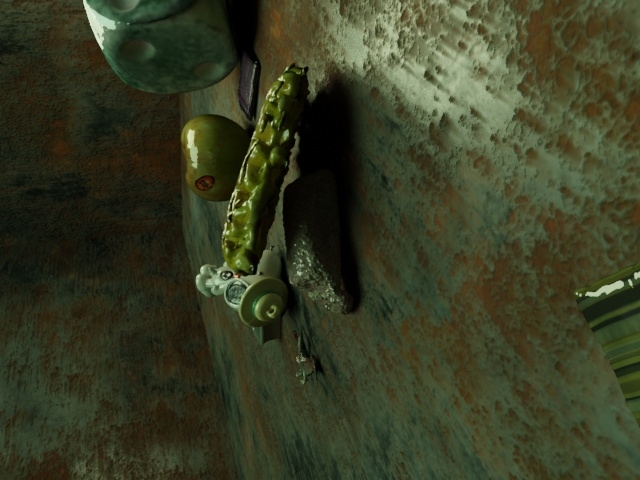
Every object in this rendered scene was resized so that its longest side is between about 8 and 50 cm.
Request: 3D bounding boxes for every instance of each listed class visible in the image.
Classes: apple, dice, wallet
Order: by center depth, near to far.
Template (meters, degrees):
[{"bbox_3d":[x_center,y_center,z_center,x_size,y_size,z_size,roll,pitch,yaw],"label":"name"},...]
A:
[{"bbox_3d":[-0.408,-0.613,1.349,0.348,0.330,0.328,87,171,-76],"label":"dice"},{"bbox_3d":[-0.196,-0.423,1.379,0.166,0.030,0.111,104,152,-42],"label":"wallet"},{"bbox_3d":[-0.294,-0.237,1.466,0.261,0.194,0.261,174,90,-72],"label":"apple"}]

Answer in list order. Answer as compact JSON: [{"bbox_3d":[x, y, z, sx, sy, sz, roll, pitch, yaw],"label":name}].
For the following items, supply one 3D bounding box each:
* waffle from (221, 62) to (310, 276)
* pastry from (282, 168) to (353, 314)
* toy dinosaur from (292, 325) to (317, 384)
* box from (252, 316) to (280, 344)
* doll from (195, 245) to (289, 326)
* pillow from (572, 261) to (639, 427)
[{"bbox_3d":[-0.100,-0.124,0.936,0.382,0.095,0.380,-178,106,-82],"label":"waffle"},{"bbox_3d":[-0.011,0.003,0.900,0.103,0.112,0.265,-36,62,58],"label":"pastry"},{"bbox_3d":[-0.040,0.265,1.164,0.220,0.032,0.108,-137,42,-63],"label":"toy dinosaur"},{"bbox_3d":[-0.147,0.211,1.387,0.089,0.062,0.122,-136,45,-60],"label":"box"},{"bbox_3d":[-0.203,0.131,1.303,0.144,0.271,0.208,47,-143,-41],"label":"doll"},{"bbox_3d":[0.252,0.105,0.331,0.113,0.038,0.203,125,134,-56],"label":"pillow"}]
